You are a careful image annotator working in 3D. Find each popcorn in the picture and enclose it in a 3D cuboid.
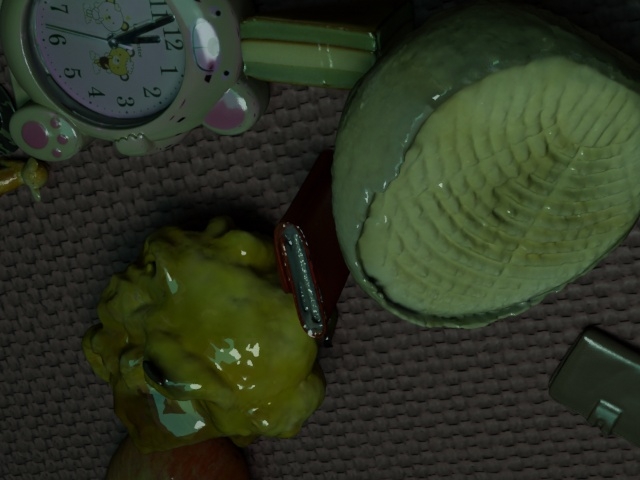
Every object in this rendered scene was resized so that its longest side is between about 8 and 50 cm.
[{"bbox_3d":[-0.137,0.132,1.443,0.297,0.281,0.316,39,110,15],"label":"popcorn"}]

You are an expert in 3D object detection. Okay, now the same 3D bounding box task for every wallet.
[{"bbox_3d":[0.359,0.180,1.435,0.152,0.039,0.118,30,119,5],"label":"wallet"},{"bbox_3d":[0.000,0.000,1.355,0.045,0.204,0.142,-6,115,17],"label":"wallet"}]

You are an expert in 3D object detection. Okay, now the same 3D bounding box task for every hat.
[{"bbox_3d":[-0.433,-0.149,1.501,0.121,0.050,0.121,6,119,11],"label":"hat"}]

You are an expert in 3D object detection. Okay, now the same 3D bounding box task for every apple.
[{"bbox_3d":[-0.190,0.334,1.617,0.209,0.164,0.209,15,129,20],"label":"apple"}]

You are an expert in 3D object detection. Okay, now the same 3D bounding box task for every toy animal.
[{"bbox_3d":[-0.384,-0.078,1.514,0.083,0.081,0.060,10,119,35],"label":"toy animal"}]

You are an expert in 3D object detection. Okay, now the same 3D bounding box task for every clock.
[{"bbox_3d":[-0.221,-0.232,1.357,0.309,0.114,0.284,1,115,16],"label":"clock"}]

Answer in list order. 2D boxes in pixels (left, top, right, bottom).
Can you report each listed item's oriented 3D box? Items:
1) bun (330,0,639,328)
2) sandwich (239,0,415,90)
[{"bbox_3d":[0.166,-0.092,1.232,0.364,0.202,0.364,-13,131,-16],"label":"bun"},{"bbox_3d":[0.009,-0.219,1.303,0.163,0.113,0.079,8,120,23],"label":"sandwich"}]
